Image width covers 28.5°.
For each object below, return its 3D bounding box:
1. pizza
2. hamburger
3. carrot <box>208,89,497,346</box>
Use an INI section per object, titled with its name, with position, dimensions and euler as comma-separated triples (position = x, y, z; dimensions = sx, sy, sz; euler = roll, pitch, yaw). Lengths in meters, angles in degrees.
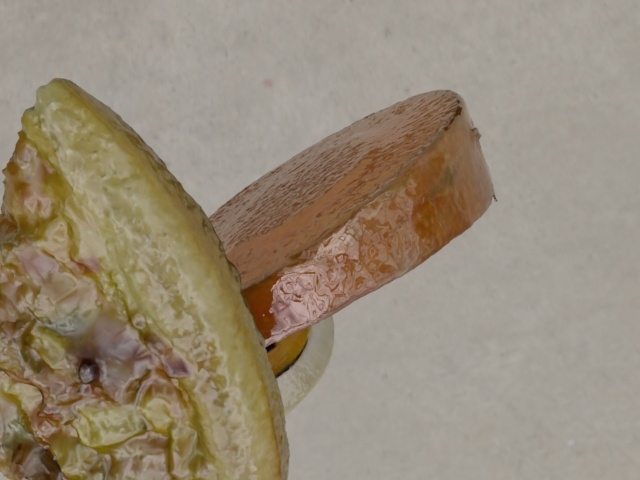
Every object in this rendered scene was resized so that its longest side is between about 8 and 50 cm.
[pizza]
position = -0.102, 0.075, 0.733
dimensions = 0.257, 0.087, 0.268
euler = 33, 124, 2
[hamburger]
position = -0.090, 0.104, 1.201
dimensions = 0.210, 0.173, 0.116
euler = -39, 164, -6
[carrot]
position = 0.000, 0.000, 0.953
dimensions = 0.258, 0.307, 0.100
euler = -17, 109, 52
